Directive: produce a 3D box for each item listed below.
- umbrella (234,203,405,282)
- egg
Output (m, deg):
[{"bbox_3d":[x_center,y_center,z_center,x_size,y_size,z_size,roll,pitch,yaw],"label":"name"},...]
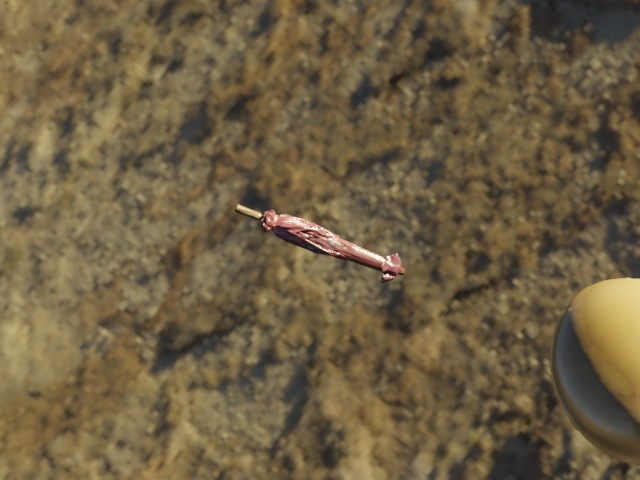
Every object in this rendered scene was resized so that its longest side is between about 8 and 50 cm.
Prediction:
[{"bbox_3d":[0.000,0.000,1.363,0.025,0.165,0.027,117,172,-52],"label":"umbrella"},{"bbox_3d":[0.388,0.168,1.839,0.201,0.201,0.244,-41,37,21],"label":"egg"}]
